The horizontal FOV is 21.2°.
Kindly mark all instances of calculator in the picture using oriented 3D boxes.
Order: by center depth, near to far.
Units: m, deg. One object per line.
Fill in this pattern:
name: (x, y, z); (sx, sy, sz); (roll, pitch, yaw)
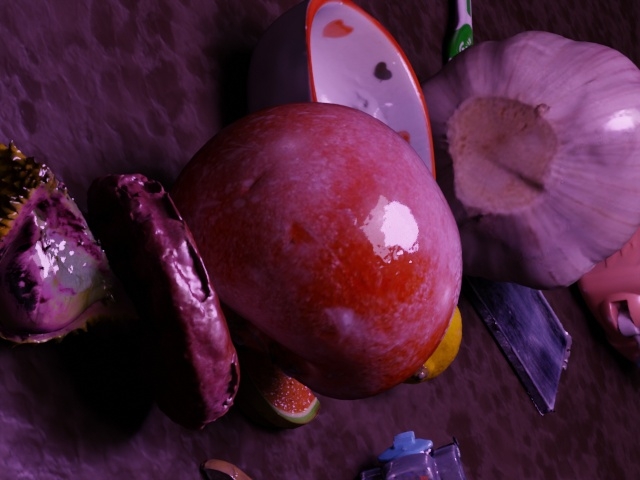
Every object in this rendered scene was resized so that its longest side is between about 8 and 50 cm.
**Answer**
calculator: (0.236, 0.076, 2.113); (0.261, 0.021, 0.161); (57, 32, -23)

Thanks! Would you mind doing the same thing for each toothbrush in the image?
toothbrush: (0.178, -0.250, 2.207); (0.042, 0.040, 0.418); (44, 33, -37)

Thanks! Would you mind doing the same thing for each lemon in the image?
lemon: (0.093, 0.093, 1.764); (0.109, 0.109, 0.133); (41, 25, -42)

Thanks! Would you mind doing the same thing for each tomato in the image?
tomato: (0.000, 0.000, 1.475); (0.227, 0.270, 0.270); (-52, 127, -12)

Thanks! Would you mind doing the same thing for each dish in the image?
dish: (0.008, -0.116, 1.736); (0.256, 0.117, 0.256); (38, 42, -45)

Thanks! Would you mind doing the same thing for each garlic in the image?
garlic: (0.246, -0.090, 1.940); (0.259, 0.317, 0.317); (-12, 83, -73)

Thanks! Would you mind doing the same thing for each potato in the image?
potato: (-0.063, 0.222, 1.487); (0.093, 0.036, 0.037); (61, 33, -14)

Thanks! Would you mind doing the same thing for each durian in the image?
durian: (-0.235, 0.013, 1.278); (0.108, 0.119, 0.186); (-48, 140, -18)

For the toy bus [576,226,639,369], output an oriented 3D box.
toy bus: (0.466, 0.058, 2.355); (0.287, 0.194, 0.232); (47, 44, -36)

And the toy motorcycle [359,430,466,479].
toy motorcycle: (0.120, 0.326, 1.670); (0.182, 0.124, 0.272); (-41, 112, -83)

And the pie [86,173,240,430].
pie: (-0.126, 0.048, 1.368); (0.054, 0.204, 0.218); (-20, 104, -18)

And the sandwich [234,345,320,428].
sandwich: (-0.047, 0.139, 1.574); (0.135, 0.029, 0.067); (36, 38, -44)
